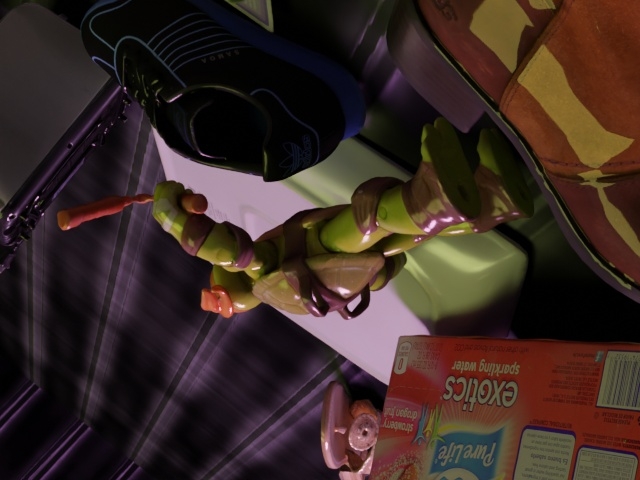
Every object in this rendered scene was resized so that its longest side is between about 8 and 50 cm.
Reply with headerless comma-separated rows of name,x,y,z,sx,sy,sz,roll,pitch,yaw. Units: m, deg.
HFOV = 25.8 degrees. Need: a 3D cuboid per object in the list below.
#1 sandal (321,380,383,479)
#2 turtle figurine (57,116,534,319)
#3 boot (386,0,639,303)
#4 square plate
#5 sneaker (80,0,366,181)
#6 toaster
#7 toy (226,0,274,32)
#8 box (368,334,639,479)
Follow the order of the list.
sandal,0.054,0.201,1.434,0.079,0.088,0.240,2,160,8
turtle figurine,0.000,0.000,0.818,0.217,0.087,0.269,-23,154,33
boot,0.171,-0.089,0.560,0.264,0.096,0.280,46,154,4
square plate,-0.006,0.003,1.098,0.344,0.049,0.347,33,160,16
sneaker,-0.086,-0.103,0.908,0.232,0.090,0.081,22,131,32
toaster,-0.241,-0.083,1.115,0.110,0.186,0.168,38,168,-4
toy,-0.134,-0.210,0.837,0.237,0.056,0.137,32,159,18
box,0.163,0.151,0.899,0.142,0.154,0.300,18,169,-24
